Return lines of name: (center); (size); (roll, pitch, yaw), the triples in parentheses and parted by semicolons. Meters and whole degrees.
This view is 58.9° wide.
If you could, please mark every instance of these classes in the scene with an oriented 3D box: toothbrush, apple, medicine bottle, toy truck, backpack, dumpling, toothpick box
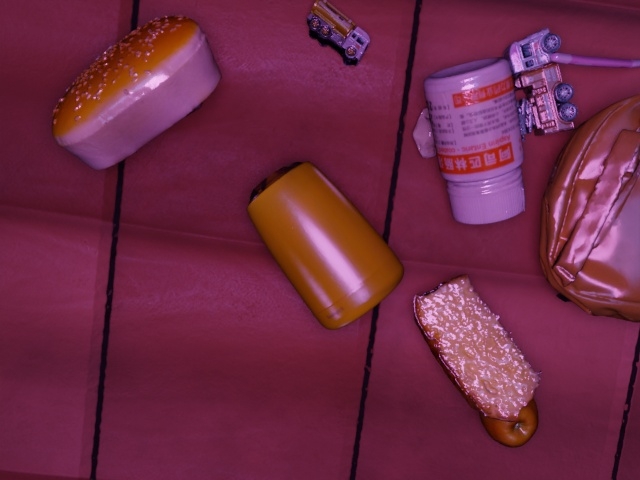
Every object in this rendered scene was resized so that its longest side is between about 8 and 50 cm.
toothbrush: (0.508, -0.299, 0.962); (0.287, 0.020, 0.025); (-3, 103, -20)
apple: (0.340, 0.318, 1.029); (0.099, 0.102, 0.114); (3, 97, -1)
medicine bottle: (0.262, -0.163, 0.944); (0.145, 0.144, 0.252); (-17, 112, 2)
toy truck: (0.364, -0.264, 0.983); (0.115, 0.080, 0.177); (-15, 96, 8)
backpack: (0.546, -0.048, 0.942); (0.354, 0.201, 0.378); (14, 98, 0)
dumpling: (0.196, -0.192, 1.014); (0.052, 0.057, 0.076); (-32, 68, 39)
toothpick box: (0.000, 0.000, 0.968); (0.175, 0.175, 0.271); (-37, 91, 4)
toy truck: (0.030, -0.364, 0.989); (0.123, 0.052, 0.063); (37, 89, -2)

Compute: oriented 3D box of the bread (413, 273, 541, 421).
bread: (0.265, 0.191, 1.002); (0.129, 0.134, 0.260); (-31, 80, -6)

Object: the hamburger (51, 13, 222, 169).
hamburger: (-0.303, -0.243, 0.922); (0.295, 0.227, 0.151); (-33, 118, 0)
